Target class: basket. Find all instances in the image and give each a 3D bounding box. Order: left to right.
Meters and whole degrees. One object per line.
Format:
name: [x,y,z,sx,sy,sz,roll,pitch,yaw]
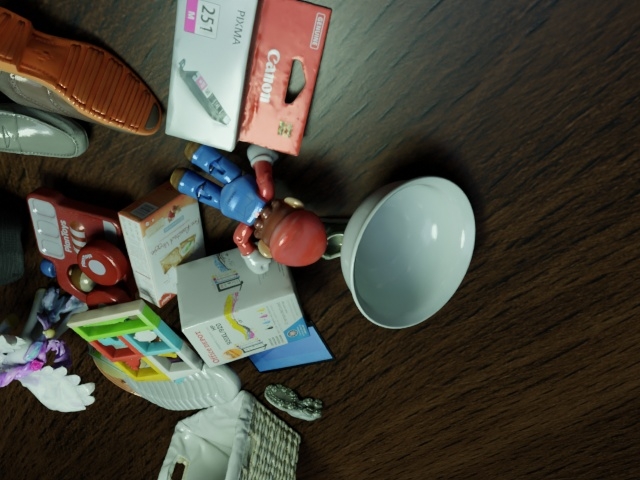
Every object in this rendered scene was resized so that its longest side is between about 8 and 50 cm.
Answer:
basket: [-0.260,0.669,1.623,0.331,0.328,0.266,-32,121,30]

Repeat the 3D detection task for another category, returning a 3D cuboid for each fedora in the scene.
fedora: [-0.743,0.017,1.257,0.152,0.334,0.334,0,138,-35]

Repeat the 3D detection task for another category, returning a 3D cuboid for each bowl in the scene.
bowl: [0.146,0.008,1.093,0.298,0.134,0.298,-12,113,-29]

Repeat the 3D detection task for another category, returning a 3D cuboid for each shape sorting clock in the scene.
shape sorting clock: [-0.519,0.253,1.458,0.206,0.040,0.206,3,100,18]

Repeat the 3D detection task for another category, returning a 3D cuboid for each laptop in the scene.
laptop: [-0.125,0.283,1.400,0.234,0.264,0.136,-16,88,21]

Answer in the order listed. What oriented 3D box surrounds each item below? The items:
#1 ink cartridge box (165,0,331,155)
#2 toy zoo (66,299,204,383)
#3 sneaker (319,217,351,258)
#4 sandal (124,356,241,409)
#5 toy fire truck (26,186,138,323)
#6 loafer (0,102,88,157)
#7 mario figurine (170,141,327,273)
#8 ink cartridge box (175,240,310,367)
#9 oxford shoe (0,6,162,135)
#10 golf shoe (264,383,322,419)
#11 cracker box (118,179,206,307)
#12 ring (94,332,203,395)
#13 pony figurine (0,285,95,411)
ink cartridge box: [-0.130,-0.284,0.968,0.239,0.060,0.275,15,121,0]
toy zoo: [-0.396,0.245,1.276,0.192,0.030,0.293,-12,133,20]
sneaker: [0.000,0.000,1.180,0.192,0.086,0.064,-4,128,14]
sandal: [-0.355,0.358,1.482,0.416,0.102,0.169,-6,119,34]
toy fire truck: [-0.509,0.036,1.259,0.254,0.169,0.302,17,130,8]
loafer: [-0.620,-0.215,1.104,0.319,0.111,0.112,11,130,1]
mario figurine: [-0.123,-0.066,1.107,0.320,0.170,0.198,36,144,6]
ink cartridge box: [-0.165,0.132,1.205,0.233,0.168,0.171,-17,139,-1]
oxford shoe: [-0.466,-0.286,1.021,0.364,0.130,0.133,27,152,-26]
golf shoe: [-0.085,0.466,1.590,0.176,0.069,0.086,27,134,-10]
cracker box: [-0.323,0.005,1.194,0.067,0.156,0.232,23,134,24]
ring: [-0.470,0.338,1.579,0.337,0.032,0.336,5,130,6]
pony figurine: [-0.709,0.274,1.354,0.351,0.363,0.303,-24,120,26]
